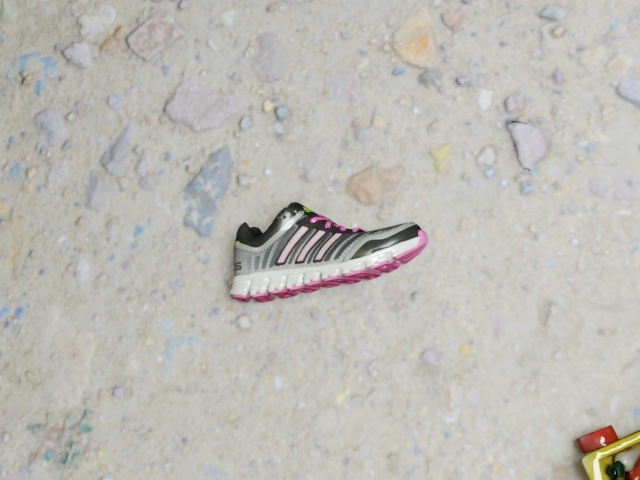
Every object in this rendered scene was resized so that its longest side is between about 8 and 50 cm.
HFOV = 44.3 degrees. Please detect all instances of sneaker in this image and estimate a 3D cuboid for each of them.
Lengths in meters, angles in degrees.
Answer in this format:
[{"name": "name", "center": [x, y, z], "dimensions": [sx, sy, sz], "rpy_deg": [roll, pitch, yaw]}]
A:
[{"name": "sneaker", "center": [0.000, 0.000, 0.636], "dimensions": [0.170, 0.063, 0.075], "rpy_deg": [-14, 79, 19]}]

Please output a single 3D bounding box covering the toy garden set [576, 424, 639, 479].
[{"name": "toy garden set", "center": [0.304, 0.186, 0.501], "dimensions": [0.244, 0.049, 0.204], "rpy_deg": [-26, 71, 10]}]
